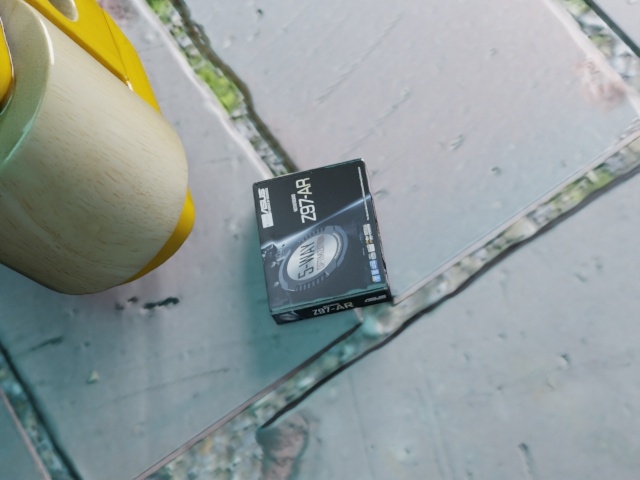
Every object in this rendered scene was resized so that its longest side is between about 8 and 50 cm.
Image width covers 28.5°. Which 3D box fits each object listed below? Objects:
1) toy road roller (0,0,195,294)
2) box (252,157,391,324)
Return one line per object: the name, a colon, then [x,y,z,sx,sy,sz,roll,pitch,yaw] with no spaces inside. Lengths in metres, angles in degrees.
toy road roller: [-0.241,-0.092,0.709,0.240,0.202,0.330,-34,58,10]
box: [0.000,0.000,0.705,0.067,0.018,0.083,-12,65,7]
